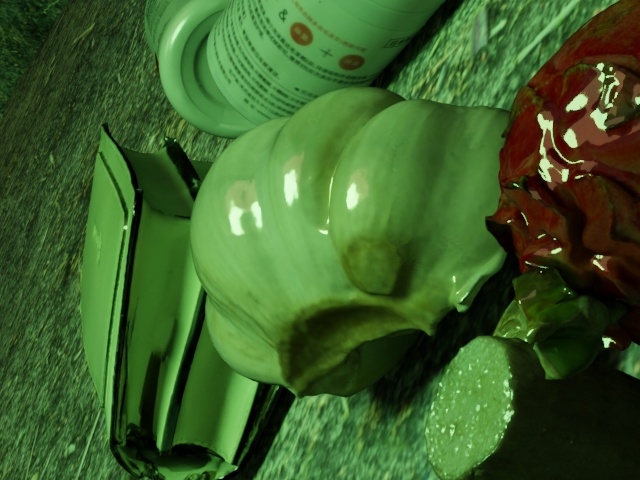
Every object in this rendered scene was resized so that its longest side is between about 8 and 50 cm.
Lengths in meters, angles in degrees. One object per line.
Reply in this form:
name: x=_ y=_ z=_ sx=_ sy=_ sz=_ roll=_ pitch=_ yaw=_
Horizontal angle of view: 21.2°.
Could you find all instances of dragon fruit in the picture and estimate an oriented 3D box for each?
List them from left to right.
dragon fruit: x=0.167 y=-0.030 z=0.758 sx=0.209 sy=0.172 sz=0.172 roll=-32 pitch=24 yaw=5

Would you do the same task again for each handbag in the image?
handbag: x=-0.126 y=0.048 z=1.502 sx=0.358 sy=0.160 sz=0.237 roll=-130 pitch=53 yaw=-72

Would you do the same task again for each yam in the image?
yam: x=0.122 y=0.096 z=0.791 sx=0.084 sy=0.127 sz=0.084 roll=-56 pitch=22 yaw=37

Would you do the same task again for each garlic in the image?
garlic: x=0.019 y=-0.019 z=1.148 sx=0.281 sy=0.184 sz=0.203 roll=-49 pitch=4 yaw=45

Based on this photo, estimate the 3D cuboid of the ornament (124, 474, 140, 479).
ornament: x=-0.246 y=0.336 z=1.635 sx=0.245 sy=0.061 sz=0.230 roll=-58 pitch=17 yaw=14

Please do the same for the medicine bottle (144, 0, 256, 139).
medicine bottle: x=-0.101 y=-0.216 z=1.777 sx=0.157 sy=0.157 sz=0.289 roll=-61 pitch=18 yaw=13

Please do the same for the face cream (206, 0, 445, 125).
face cream: x=0.048 y=-0.240 z=1.410 sx=0.369 sy=0.145 sz=0.145 roll=-44 pitch=27 yaw=46

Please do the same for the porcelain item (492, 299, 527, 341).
porcelain item: x=0.125 y=0.062 z=0.943 sx=0.084 sy=0.054 sz=0.213 roll=-19 pitch=50 yaw=69
